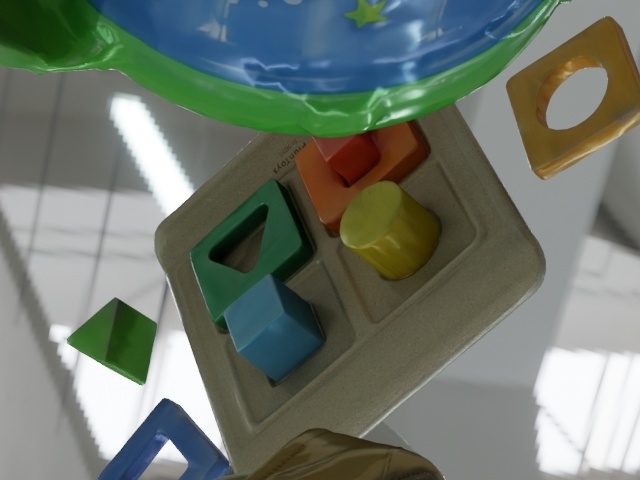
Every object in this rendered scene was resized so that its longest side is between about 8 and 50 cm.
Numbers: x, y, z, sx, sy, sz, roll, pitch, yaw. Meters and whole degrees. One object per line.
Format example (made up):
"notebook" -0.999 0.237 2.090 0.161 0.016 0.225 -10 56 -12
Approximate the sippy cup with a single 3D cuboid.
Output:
"sippy cup" 0.002 -0.185 0.698 0.240 0.305 0.224 18 158 2

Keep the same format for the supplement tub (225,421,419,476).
"supplement tub" -0.045 0.297 1.694 0.193 0.316 0.193 38 -164 -13

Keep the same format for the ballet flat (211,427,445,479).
"ballet flat" -0.054 0.127 0.640 0.073 0.080 0.232 26 -144 37

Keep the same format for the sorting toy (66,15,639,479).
"sorting toy" 0.000 0.000 0.962 0.047 0.348 0.196 37 -163 -41
